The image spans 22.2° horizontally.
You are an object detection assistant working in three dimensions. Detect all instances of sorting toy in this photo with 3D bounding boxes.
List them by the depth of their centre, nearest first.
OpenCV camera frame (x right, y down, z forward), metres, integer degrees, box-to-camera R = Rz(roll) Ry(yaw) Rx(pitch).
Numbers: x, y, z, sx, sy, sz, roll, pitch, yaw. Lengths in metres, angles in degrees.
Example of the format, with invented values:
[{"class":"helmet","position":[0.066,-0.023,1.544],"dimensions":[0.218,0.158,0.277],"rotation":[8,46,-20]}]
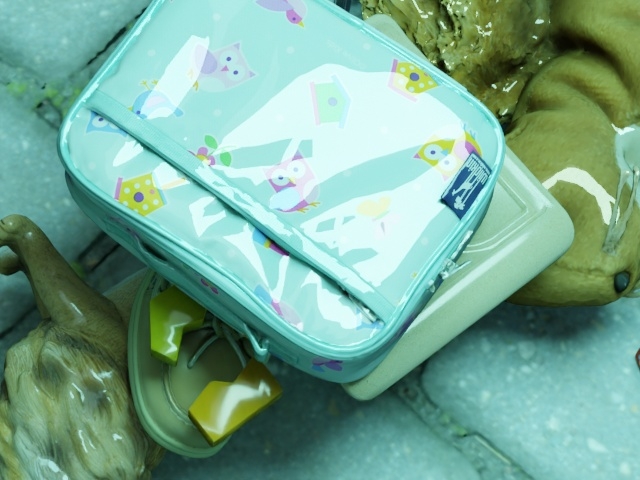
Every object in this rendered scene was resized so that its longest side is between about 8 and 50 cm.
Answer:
[{"class":"sorting toy","position":[0.000,0.000,1.172],"dimensions":[0.307,0.041,0.229],"rotation":[-35,77,-16]}]

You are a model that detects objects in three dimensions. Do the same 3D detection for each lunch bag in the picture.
[{"class":"lunch bag","position":[-0.025,-0.045,1.105],"dimensions":[0.279,0.108,0.224],"rotation":[34,70,7]}]

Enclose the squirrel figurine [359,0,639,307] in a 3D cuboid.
[{"class":"squirrel figurine","position":[0.210,-0.128,1.356],"dimensions":[0.397,0.281,0.370],"rotation":[38,78,28]}]

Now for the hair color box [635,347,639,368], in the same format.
[{"class":"hair color box","position":[0.327,0.149,1.313],"dimensions":[0.093,0.053,0.167],"rotation":[-12,68,-9]}]

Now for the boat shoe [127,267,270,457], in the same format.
[{"class":"boat shoe","position":[-0.069,0.018,1.204],"dimensions":[0.104,0.089,0.285],"rotation":[21,61,-21]}]

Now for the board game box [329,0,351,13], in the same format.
[{"class":"board game box","position":[-0.052,-0.173,1.333],"dimensions":[0.165,0.243,0.042],"rotation":[-29,71,-16]}]

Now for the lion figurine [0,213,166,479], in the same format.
[{"class":"lion figurine","position":[-0.109,0.060,1.282],"dimensions":[0.392,0.142,0.240],"rotation":[-30,78,-21]}]
